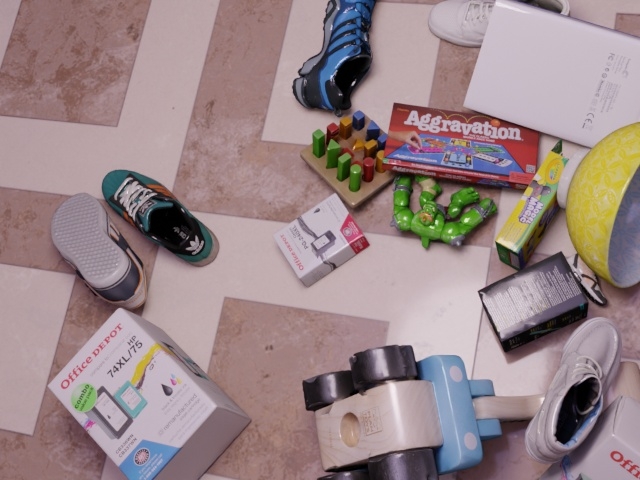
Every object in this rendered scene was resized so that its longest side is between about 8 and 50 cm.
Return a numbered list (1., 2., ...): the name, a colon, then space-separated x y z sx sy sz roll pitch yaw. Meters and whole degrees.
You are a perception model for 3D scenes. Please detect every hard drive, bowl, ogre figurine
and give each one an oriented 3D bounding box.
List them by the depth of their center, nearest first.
1. bowl: 0.499 -0.081 1.558 0.156 0.289 0.290 27 81 39
2. hard drive: 0.441 -0.293 1.657 0.318 0.040 0.210 20 120 10
3. ogre figurine: 0.216 -0.053 1.706 0.197 0.097 0.118 26 63 3

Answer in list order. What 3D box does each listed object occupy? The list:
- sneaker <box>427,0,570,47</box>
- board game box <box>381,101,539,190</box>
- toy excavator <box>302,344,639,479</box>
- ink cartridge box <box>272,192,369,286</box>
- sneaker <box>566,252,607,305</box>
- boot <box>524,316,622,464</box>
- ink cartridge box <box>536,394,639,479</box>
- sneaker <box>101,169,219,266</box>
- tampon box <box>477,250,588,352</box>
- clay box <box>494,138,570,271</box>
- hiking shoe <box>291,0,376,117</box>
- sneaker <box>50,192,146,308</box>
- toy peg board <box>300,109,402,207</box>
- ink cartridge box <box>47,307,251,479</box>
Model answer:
1. sneaker: 0.338 -0.441 1.752 0.292 0.169 0.108 12 78 19
2. board game box: 0.264 -0.177 1.718 0.281 0.027 0.145 9 59 6
3. toy excavator: 0.254 0.288 1.534 0.433 0.445 0.223 -33 61 48
4. ink cartridge box: 0.000 0.000 1.757 0.150 0.063 0.109 -34 68 2
5. sneaker: 0.475 0.067 1.626 0.043 0.040 0.109 -34 68 0
6. boot: 0.399 0.216 1.374 0.095 0.123 0.258 30 69 4
7. ink cartridge box: 0.449 0.404 1.392 0.201 0.117 0.278 37 122 8
8. sneaker: -0.335 -0.064 1.833 0.302 0.121 0.108 33 83 21
9. tampon box: 0.369 0.109 1.596 0.161 0.120 0.102 -25 69 6
10. clay box: 0.392 -0.062 1.640 0.053 0.127 0.222 31 83 21
11. hiking shoe: 0.065 -0.390 1.828 0.132 0.113 0.304 23 90 38
12. sneaker: -0.444 0.028 1.842 0.126 0.127 0.321 -36 43 -5
13. toy peg board: 0.071 -0.176 1.760 0.160 0.079 0.161 -36 67 -19
14. ink cartridge box: -0.308 0.296 1.671 0.270 0.197 0.198 40 86 22
